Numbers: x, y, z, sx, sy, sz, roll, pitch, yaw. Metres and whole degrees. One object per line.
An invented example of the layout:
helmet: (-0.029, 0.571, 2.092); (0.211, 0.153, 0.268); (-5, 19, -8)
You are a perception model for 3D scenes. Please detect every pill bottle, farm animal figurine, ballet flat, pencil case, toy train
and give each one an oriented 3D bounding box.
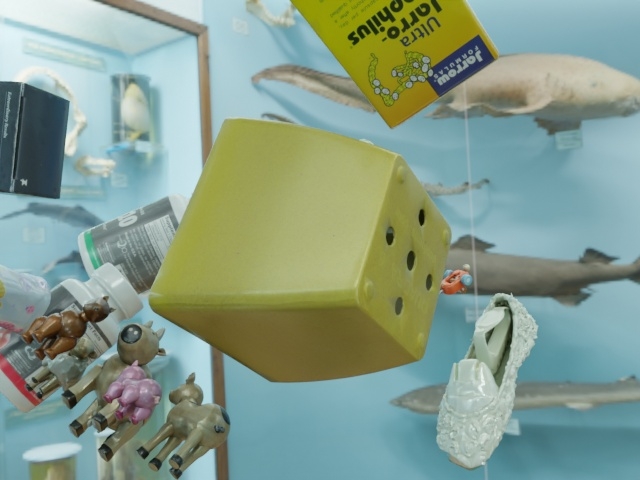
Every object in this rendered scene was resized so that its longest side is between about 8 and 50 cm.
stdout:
pill bottle: (-0.408, 0.004, 1.627); (0.361, 0.204, 0.204); (-24, 1, -8)
farm animal figurine: (-0.295, 0.227, 1.008); (0.172, 0.330, 0.327); (-44, -6, -40)
ballet flat: (0.320, 0.254, 1.267); (0.147, 0.147, 0.409); (-4, 33, 36)
pill bottle: (-0.541, 0.193, 1.341); (0.318, 0.176, 0.176); (-40, 15, -24)
pencil case: (-0.613, 0.077, 1.114); (0.124, 0.113, 0.273); (26, -8, 33)
toy train: (0.200, 0.089, 1.166); (0.125, 0.046, 0.166); (-37, 22, -22)

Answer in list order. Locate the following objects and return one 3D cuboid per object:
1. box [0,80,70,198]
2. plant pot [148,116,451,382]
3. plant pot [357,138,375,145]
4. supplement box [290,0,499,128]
box: (-0.482, -0.144, 0.906); (0.207, 0.153, 0.108); (7, 0, 13)
plant pot: (0.005, 0.016, 0.613); (0.187, 0.212, 0.212); (0, -29, 34)
plant pot: (0.000, 0.000, 1.077); (0.254, 0.276, 0.276); (-21, 1, -10)
supplement box: (0.076, -0.382, 0.936); (0.195, 0.356, 0.194); (-32, 29, 22)
